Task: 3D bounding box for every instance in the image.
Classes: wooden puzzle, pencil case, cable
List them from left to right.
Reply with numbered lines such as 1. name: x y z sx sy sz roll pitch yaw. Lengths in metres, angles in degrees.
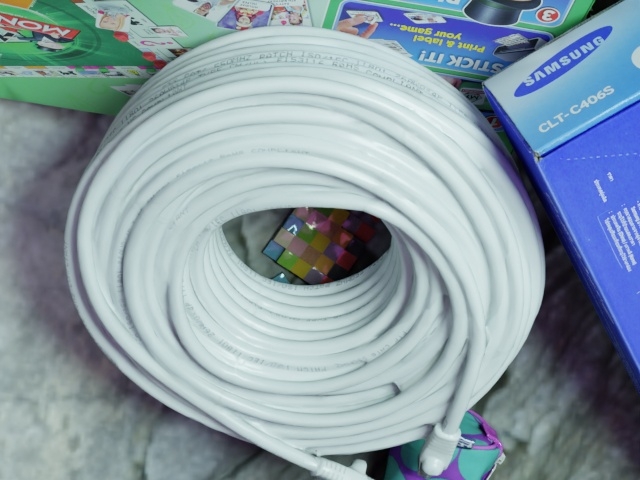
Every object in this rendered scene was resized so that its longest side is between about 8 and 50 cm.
1. cable: -0.007 0.006 0.846 0.257 0.089 0.257 23 127 -11
2. wooden puzzle: 0.000 0.000 0.938 0.049 0.006 0.083 34 97 -12
3. pencil case: 0.066 0.179 0.953 0.070 0.064 0.152 13 101 4

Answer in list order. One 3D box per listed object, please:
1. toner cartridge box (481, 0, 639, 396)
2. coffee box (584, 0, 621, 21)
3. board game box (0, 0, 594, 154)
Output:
1. toner cartridge box: 0.232 0.013 0.854 0.165 0.075 0.348 -30 129 3
2. coffee box: 0.280 -0.206 0.865 0.297 0.119 0.168 -23 106 -1
3. board game box: -0.028 -0.129 0.816 0.317 0.213 0.046 8 60 -8
